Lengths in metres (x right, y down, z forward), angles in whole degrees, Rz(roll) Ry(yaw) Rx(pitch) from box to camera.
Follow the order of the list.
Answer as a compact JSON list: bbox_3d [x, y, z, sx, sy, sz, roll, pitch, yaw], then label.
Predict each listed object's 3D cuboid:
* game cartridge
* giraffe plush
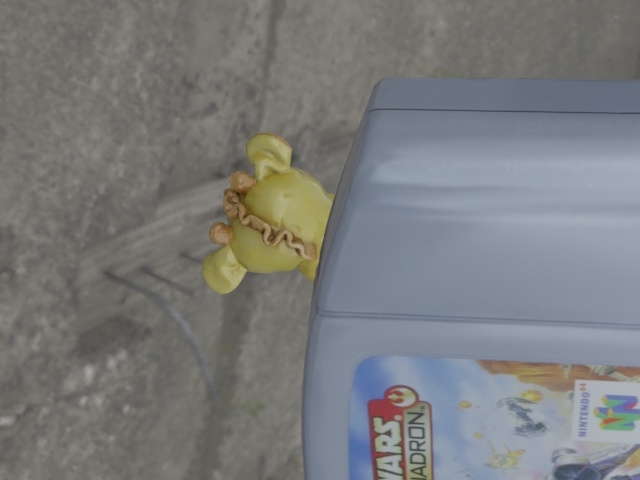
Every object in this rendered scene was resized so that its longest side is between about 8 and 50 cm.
[{"bbox_3d":[0.094,0.079,0.438,0.062,0.198,0.297,-83,170,-51],"label":"game cartridge"},{"bbox_3d":[0.000,0.000,0.961,0.210,0.170,0.181,128,-19,-81],"label":"giraffe plush"}]
